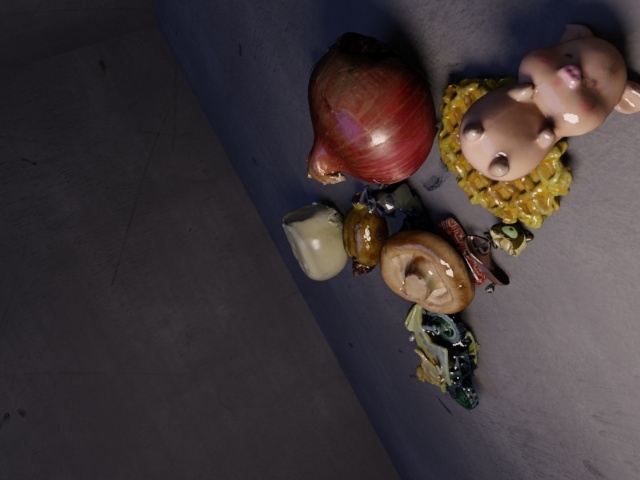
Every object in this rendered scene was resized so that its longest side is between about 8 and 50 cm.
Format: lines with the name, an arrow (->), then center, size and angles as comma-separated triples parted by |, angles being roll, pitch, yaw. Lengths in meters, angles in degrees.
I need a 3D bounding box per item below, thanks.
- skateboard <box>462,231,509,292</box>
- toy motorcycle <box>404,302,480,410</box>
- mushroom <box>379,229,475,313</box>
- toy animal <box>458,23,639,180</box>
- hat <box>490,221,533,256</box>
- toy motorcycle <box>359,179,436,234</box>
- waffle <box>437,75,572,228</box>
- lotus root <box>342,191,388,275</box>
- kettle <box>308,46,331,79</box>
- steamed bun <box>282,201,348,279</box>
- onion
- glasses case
skateboard -> 0.407, 0.046, 1.054 | 0.080, 0.067, 0.151 | -40, 82, 41
toy motorcycle -> 0.385, 0.349, 1.373 | 0.237, 0.168, 0.410 | 32, 146, 59
mushroom -> 0.275, 0.085, 1.147 | 0.278, 0.146, 0.278 | 30, 147, 23
toy animal -> 0.330, -0.193, 0.650 | 0.166, 0.250, 0.154 | 54, -165, -4
hat -> 0.418, -0.011, 0.950 | 0.076, 0.059, 0.077 | 55, 174, -36
toy motorcycle -> 0.214, -0.082, 1.248 | 0.271, 0.159, 0.106 | 64, -177, 1
waffle -> 0.355, -0.179, 0.865 | 0.325, 0.068, 0.302 | 37, 150, 48
lotus root -> 0.157, -0.022, 1.507 | 0.169, 0.141, 0.314 | 30, 131, 49
kettle -> 0.036, -0.470, 1.266 | 0.148, 0.098, 0.127 | 52, 165, 38
steamed bun -> 0.000, 0.000, 1.819 | 0.334, 0.232, 0.312 | 47, 160, 61
onion -> 0.118, -0.298, 1.014 | 0.354, 0.353, 0.354 | 52, 159, 29
glasses case -> 0.371, 0.029, 1.140 | 0.195, 0.049, 0.073 | 62, 162, 1
